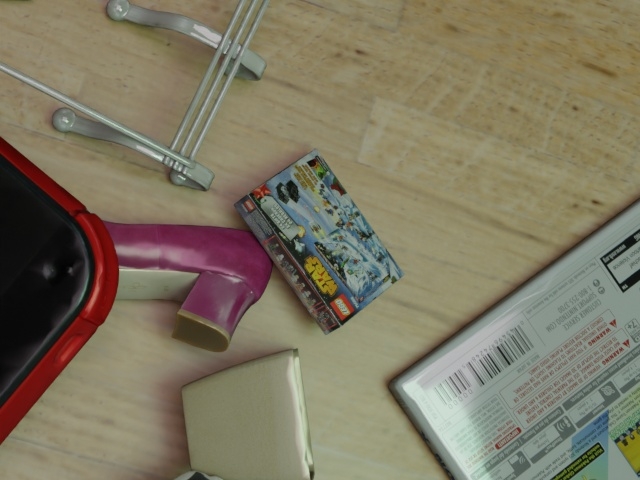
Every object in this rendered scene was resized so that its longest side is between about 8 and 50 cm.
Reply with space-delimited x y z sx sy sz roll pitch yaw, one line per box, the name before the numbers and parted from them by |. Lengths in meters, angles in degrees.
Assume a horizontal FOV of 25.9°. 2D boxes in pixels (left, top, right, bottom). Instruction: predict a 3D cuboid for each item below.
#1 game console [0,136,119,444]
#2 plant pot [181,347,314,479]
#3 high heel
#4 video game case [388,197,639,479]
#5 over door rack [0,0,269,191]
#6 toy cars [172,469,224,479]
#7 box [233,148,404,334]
game console | -0.383 0.056 1.061 0.342 0.060 0.386 39 86 7
plant pot | -0.060 0.150 1.147 0.096 0.109 0.109 -9 86 1
high heel | -0.161 -0.004 1.165 0.244 0.082 0.117 22 51 4
video game case | 0.273 0.156 1.248 0.329 0.036 0.300 -35 92 -14
over door rack | -0.185 -0.216 1.138 0.324 0.108 0.239 30 78 -29
toy cars | -0.196 0.349 1.080 0.087 0.176 0.393 22 88 34
box | 0.000 0.000 1.191 0.094 0.027 0.137 -36 92 -41
